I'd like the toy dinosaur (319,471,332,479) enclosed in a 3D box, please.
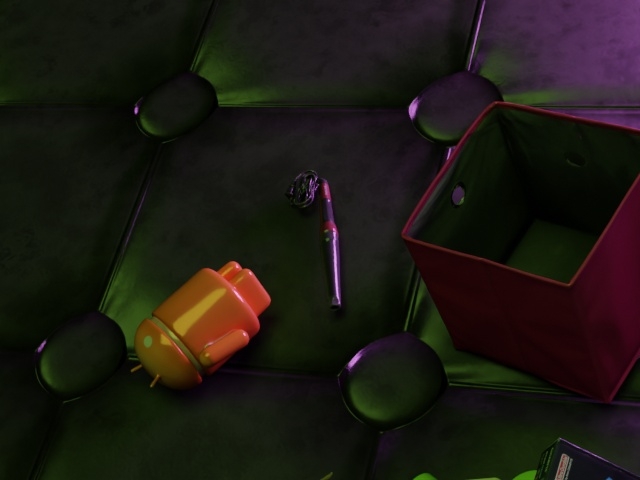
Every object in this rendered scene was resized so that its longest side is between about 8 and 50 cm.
[{"bbox_3d":[-0.060,0.401,1.731,0.112,0.064,0.211,10,66,4],"label":"toy dinosaur"}]

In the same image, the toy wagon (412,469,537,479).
[{"bbox_3d":[0.194,0.394,1.633,0.344,0.068,0.267,-43,53,-15],"label":"toy wagon"}]

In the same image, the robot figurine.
[{"bbox_3d":[-0.177,0.128,1.919,0.219,0.128,0.158,-42,70,-14],"label":"robot figurine"}]

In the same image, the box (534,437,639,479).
[{"bbox_3d":[0.320,0.367,1.560,0.175,0.051,0.220,26,57,-2],"label":"box"}]

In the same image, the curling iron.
[{"bbox_3d":[0.000,0.000,2.015,0.068,0.035,0.274,-21,50,8],"label":"curling iron"}]

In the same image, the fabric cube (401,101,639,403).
[{"bbox_3d":[0.302,0.010,1.742,0.259,0.258,0.254,18,61,36],"label":"fabric cube"}]
